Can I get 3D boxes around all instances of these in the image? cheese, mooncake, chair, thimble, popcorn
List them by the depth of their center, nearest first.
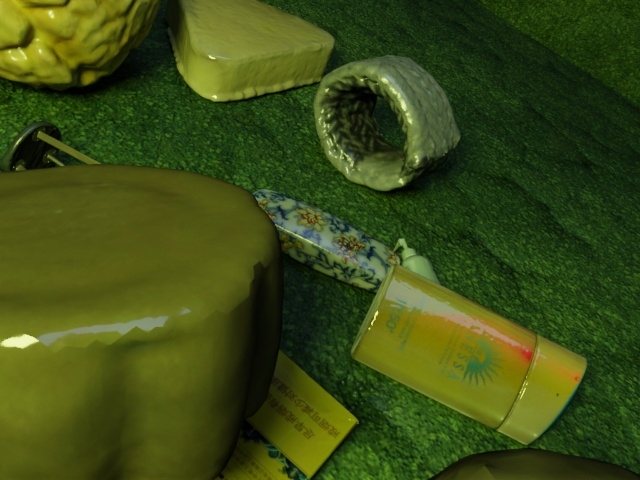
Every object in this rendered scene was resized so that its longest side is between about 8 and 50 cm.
[{"bbox_3d":[-0.217,0.071,0.543,0.378,0.201,0.378,2,23,-1],"label":"mooncake"},{"bbox_3d":[-0.325,-0.083,0.803,0.221,0.095,0.104,31,29,10],"label":"chair"},{"bbox_3d":[-0.449,-0.413,0.955,0.343,0.354,0.390,10,-8,16],"label":"popcorn"},{"bbox_3d":[0.120,-0.213,1.094,0.245,0.217,0.157,47,44,16],"label":"thimble"},{"bbox_3d":[-0.179,-0.405,1.253,0.383,0.104,0.384,15,39,-12],"label":"cheese"}]

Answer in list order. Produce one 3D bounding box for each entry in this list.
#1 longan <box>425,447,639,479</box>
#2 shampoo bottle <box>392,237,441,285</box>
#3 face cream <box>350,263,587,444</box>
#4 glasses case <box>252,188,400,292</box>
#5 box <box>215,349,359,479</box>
[{"bbox_3d":[0.171,0.356,0.342,0.403,0.404,0.436,23,12,-2],"label":"longan"},{"bbox_3d":[0.151,0.064,0.914,0.056,0.056,0.195,6,42,-22],"label":"shampoo bottle"},{"bbox_3d":[0.193,0.152,0.790,0.285,0.067,0.139,26,81,2],"label":"face cream"},{"bbox_3d":[0.000,0.000,0.901,0.247,0.065,0.087,28,37,4],"label":"glasses case"},{"bbox_3d":[-0.095,0.220,0.612,0.153,0.041,0.279,38,40,16],"label":"box"}]
